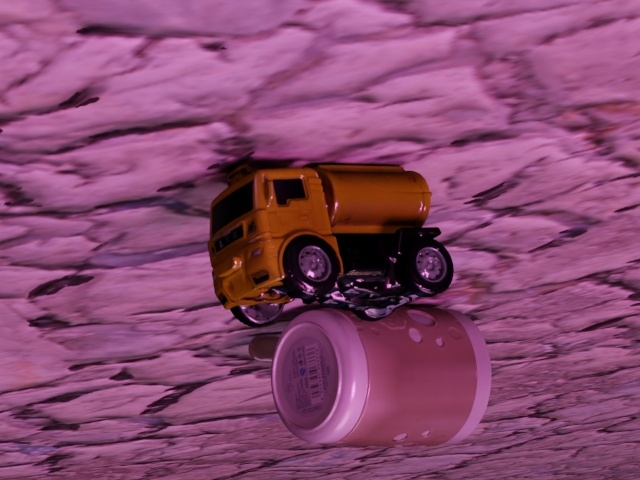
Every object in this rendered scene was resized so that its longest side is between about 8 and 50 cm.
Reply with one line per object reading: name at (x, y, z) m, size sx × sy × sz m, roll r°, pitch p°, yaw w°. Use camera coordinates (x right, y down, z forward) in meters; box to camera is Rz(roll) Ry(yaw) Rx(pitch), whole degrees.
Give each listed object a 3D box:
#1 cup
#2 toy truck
cup at (0.023, 0.063, 0.874) m, size 0.099 × 0.102 × 0.074 m, roll 4°, pitch 122°, yaw -40°
toy truck at (0.000, 0.000, 0.603) m, size 0.083 × 0.054 × 0.049 m, roll -1°, pitch 164°, yaw -31°
